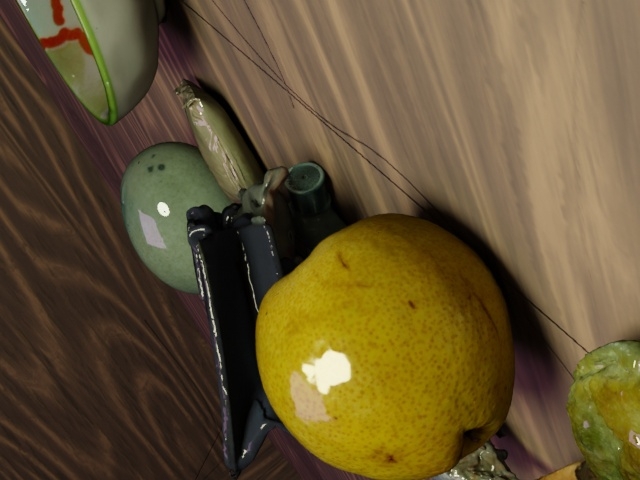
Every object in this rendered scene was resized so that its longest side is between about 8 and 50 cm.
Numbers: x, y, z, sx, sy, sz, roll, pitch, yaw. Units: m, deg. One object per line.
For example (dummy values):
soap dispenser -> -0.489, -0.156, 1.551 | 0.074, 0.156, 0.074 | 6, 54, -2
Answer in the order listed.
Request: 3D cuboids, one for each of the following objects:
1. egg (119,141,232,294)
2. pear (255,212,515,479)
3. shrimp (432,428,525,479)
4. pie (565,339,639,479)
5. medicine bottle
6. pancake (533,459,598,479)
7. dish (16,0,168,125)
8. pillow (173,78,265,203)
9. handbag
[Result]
egg -> -0.176, -0.026, 1.419 | 0.169, 0.169, 0.236 | 33, 153, 57
pear -> 0.055, 0.089, 0.821 | 0.209, 0.209, 0.209 | 50, 167, 16
shrimp -> 0.085, 0.199, 1.073 | 0.137, 0.172, 0.372 | 58, 165, -27
pie -> 0.276, 0.200, 0.636 | 0.323, 0.070, 0.323 | 49, 168, 14
medicine bottle -> 0.000, 0.000, 1.122 | 0.090, 0.054, 0.208 | 45, 162, 35
pancake -> 0.233, 0.297, 0.908 | 0.257, 0.056, 0.212 | 54, 143, -5
dish -> -0.249, -0.293, 1.107 | 0.324, 0.124, 0.324 | 52, 162, 25
pillow -> -0.108, -0.095, 1.257 | 0.208, 0.053, 0.119 | 60, 170, -27
handbag -> -0.068, 0.063, 1.056 | 0.326, 0.118, 0.269 | -142, 41, -79
